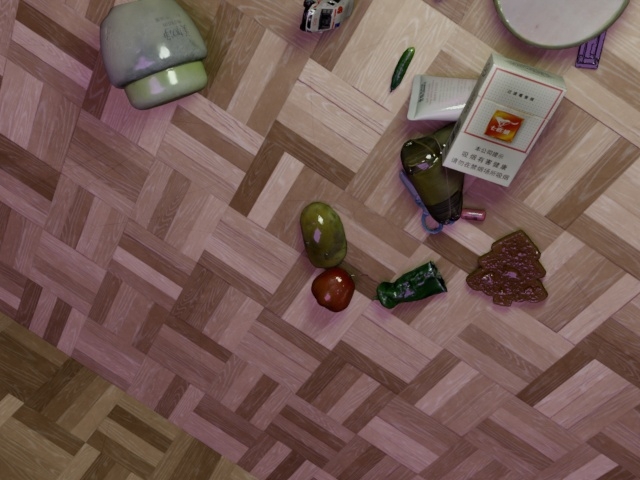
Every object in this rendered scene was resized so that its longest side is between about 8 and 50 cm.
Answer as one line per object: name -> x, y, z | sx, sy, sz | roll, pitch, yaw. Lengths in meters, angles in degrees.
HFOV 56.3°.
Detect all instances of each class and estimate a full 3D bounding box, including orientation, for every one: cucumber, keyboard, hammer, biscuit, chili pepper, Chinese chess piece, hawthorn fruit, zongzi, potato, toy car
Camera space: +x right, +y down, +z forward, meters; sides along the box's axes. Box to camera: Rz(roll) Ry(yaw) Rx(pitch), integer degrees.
cucumber -> 0.247, -0.525, 1.836 | 0.037, 0.037, 0.155 | 28, 122, 2
keyboard -> 0.754, -0.577, 1.643 | 0.061, 0.013, 0.204 | 10, 122, 14
hammer -> 0.509, -0.086, 1.997 | 0.083, 0.043, 0.043 | 5, 120, 15
biscuit -> 0.658, 0.096, 2.048 | 0.278, 0.043, 0.301 | 16, 121, 12
chili pepper -> 0.313, 0.175, 2.185 | 0.271, 0.099, 0.136 | -25, 133, 23
Chinese chess piece -> 0.624, -0.675, 1.543 | 0.350, 0.146, 0.349 | 9, 118, 17
hawthorn fruit -> 0.068, 0.164, 2.239 | 0.163, 0.162, 0.203 | 38, 107, -5
zongzi -> 0.443, -0.234, 1.892 | 0.318, 0.154, 0.289 | -31, 119, 10
potato -> 0.000, 0.000, 2.183 | 0.160, 0.111, 0.271 | 0, 118, 21
toy car -> 0.019, -0.663, 1.732 | 0.108, 0.209, 0.089 | 23, 135, 7

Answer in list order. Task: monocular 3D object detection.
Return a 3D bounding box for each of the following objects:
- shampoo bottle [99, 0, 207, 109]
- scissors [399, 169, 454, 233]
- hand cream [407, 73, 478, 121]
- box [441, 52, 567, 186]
shampoo bottle -> -0.527, -0.594, 1.896 | 0.323, 0.322, 0.317 | -15, 103, 26
scissors -> 0.350, -0.138, 2.027 | 0.125, 0.030, 0.256 | -34, 105, 29
hand cream -> 0.445, -0.412, 1.769 | 0.359, 0.185, 0.118 | 7, 153, 12
box -> 0.501, -0.330, 1.671 | 0.210, 0.095, 0.330 | 18, 128, -5
